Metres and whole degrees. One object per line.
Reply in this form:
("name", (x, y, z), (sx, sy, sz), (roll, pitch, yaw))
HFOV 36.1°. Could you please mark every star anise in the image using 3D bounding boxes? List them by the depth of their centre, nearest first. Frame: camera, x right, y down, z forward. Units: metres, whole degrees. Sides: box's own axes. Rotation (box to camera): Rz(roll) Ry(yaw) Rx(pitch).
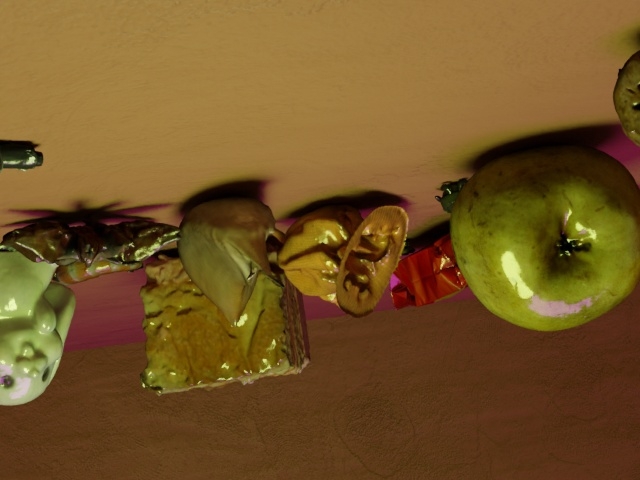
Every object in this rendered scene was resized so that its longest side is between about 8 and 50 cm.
("star anise", (-0.365, 0.001, 1.562), (0.288, 0.088, 0.288), (1, -178, 0))

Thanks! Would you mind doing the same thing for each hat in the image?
("hat", (0.000, 0.000, 1.775), (0.233, 0.244, 0.233), (19, 149, 25))

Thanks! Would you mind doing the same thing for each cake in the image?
("cake", (-0.184, 0.157, 2.014), (0.314, 0.293, 0.307), (-6, 175, 12))

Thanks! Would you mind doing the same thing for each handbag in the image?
("handbag", (0.242, -0.072, 1.743), (0.072, 0.047, 0.111), (-15, 169, 8))

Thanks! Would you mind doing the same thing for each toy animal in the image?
("toy animal", (-0.562, 0.136, 1.725), (0.249, 0.289, 0.174), (23, 157, -29))

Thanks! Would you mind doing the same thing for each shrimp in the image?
("shrimp", (-0.433, 0.054, 1.941), (0.161, 0.049, 0.166), (-13, 176, 18))

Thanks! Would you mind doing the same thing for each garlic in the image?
("garlic", (-0.123, 0.014, 1.561), (0.151, 0.196, 0.338), (-21, 172, -22))

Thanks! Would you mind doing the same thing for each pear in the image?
("pear", (0.356, -0.005, 1.551), (0.303, 0.304, 0.304), (-8, 169, -1))

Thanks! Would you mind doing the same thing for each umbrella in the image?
("umbrella", (-0.394, -0.101, 1.162), (0.133, 0.031, 0.036), (-1, 169, -38))

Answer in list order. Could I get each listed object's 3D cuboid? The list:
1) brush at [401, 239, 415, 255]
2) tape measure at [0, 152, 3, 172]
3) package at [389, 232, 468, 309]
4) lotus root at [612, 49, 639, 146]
("brush", (0.091, 0.021, 2.152), (0.248, 0.036, 0.043), (-3, 168, -23))
("tape measure", (-0.430, -0.085, 1.015), (0.200, 0.106, 0.175), (-9, 166, 14))
("package", (0.290, 0.055, 2.149), (0.196, 0.123, 0.423), (-20, 173, -17))
("lotus root", (0.463, -0.154, 1.145), (0.291, 0.193, 0.193), (-4, 169, -40))
